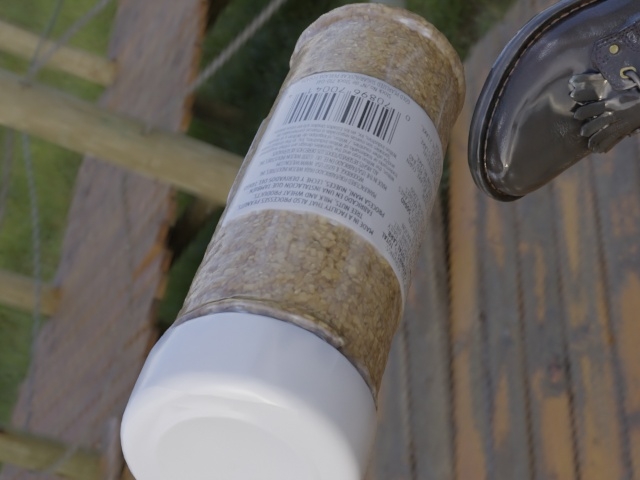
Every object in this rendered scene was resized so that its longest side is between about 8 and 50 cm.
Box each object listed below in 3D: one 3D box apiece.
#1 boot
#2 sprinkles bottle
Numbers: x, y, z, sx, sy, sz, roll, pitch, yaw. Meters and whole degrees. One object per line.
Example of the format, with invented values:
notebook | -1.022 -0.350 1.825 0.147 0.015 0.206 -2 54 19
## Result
boot | 0.230 -0.085 0.780 0.263 0.091 0.229 -44 39 -1
sprinkles bottle | 0.000 0.000 0.783 0.121 0.121 0.355 -49 14 40
